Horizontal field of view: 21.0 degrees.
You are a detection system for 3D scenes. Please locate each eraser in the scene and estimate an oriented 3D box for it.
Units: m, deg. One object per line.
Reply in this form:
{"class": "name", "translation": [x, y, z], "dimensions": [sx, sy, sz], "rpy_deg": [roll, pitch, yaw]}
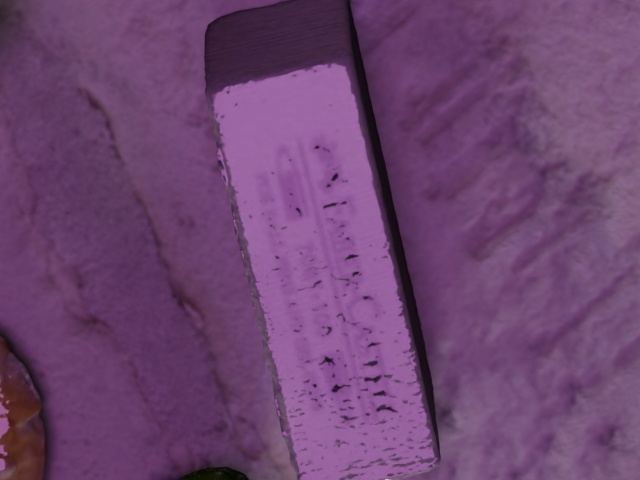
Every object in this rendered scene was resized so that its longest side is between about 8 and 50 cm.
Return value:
{"class": "eraser", "translation": [0.000, 0.000, 1.251], "dimensions": [0.111, 0.077, 0.353], "rpy_deg": [-12, 94, 9]}

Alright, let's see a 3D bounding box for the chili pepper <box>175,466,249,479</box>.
{"class": "chili pepper", "translation": [-0.131, 0.252, 1.302], "dimensions": [0.257, 0.074, 0.100], "rpy_deg": [-41, 88, 15]}

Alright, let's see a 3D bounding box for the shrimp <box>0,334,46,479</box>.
{"class": "shrimp", "translation": [-0.292, 0.208, 1.314], "dimensions": [0.168, 0.077, 0.317], "rpy_deg": [-1, 93, 5]}
